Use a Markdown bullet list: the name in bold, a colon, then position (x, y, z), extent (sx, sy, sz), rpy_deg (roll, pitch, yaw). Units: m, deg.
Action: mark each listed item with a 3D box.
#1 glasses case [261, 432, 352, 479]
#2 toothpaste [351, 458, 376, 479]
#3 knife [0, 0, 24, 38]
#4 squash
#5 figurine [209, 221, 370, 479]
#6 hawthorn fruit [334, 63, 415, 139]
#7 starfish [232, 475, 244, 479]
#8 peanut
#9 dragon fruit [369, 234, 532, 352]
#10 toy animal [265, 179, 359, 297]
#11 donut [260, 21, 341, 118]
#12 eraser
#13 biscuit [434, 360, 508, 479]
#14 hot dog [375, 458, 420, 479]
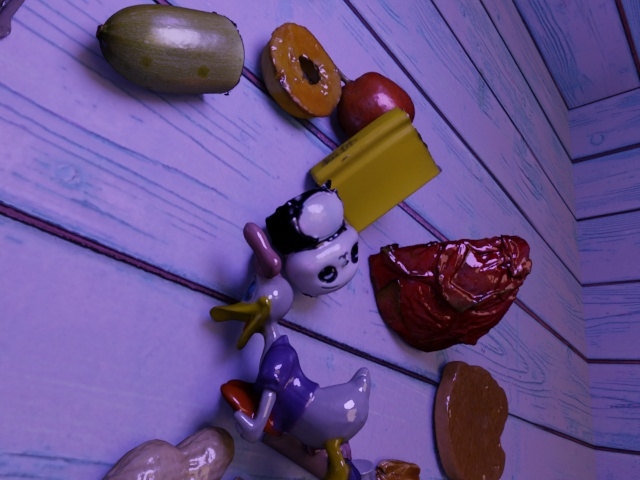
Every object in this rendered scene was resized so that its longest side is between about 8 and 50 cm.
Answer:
- **glasses case**: position (0.003, 0.327, 0.734), extent (0.193, 0.070, 0.102), rpy_deg (49, 48, -29)
- **toothpaste**: position (0.080, 0.534, 0.791), extent (0.096, 0.061, 0.266), rpy_deg (-5, 91, -50)
- **knife**: position (-0.345, -0.345, 0.531), extent (0.089, 0.043, 0.365), rpy_deg (37, 56, -36)
- **squash**: position (-0.208, -0.265, 0.607), extent (0.187, 0.123, 0.123), rpy_deg (-18, 95, -49)
- **figurine**: position (-0.039, 0.188, 0.618), extent (0.193, 0.154, 0.421), rpy_deg (-29, 75, -10)
- **hawthorn fruit**: position (0.075, -0.318, 0.922), extent (0.285, 0.165, 0.165), rpy_deg (49, 48, -14)
- **starfish**: position (-0.153, 0.431, 0.559), extent (0.277, 0.062, 0.235), rpy_deg (32, 63, -44)
- **peanut**: position (-0.179, 0.281, 0.538), extent (0.187, 0.082, 0.082), rpy_deg (8, 75, -48)
- **dragon fruit**: position (0.283, 0.063, 0.974), extent (0.302, 0.330, 0.240), rpy_deg (41, 31, -32)
- **toy animal**: position (0.000, 0.000, 0.759), extent (0.166, 0.138, 0.179), rpy_deg (-28, 97, -31)
- **donut**: position (-0.040, -0.313, 0.838), extent (0.178, 0.065, 0.162), rpy_deg (52, 53, -22)
- **eraser**: position (0.106, -0.134, 0.867), extent (0.158, 0.226, 0.069), rpy_deg (51, 5, -29)
- **biscuit**: position (0.394, 0.478, 1.144), extent (0.351, 0.057, 0.312), rpy_deg (20, 66, -42)
- **hot dog**: position (0.153, 0.473, 0.895), extent (0.133, 0.041, 0.056), rpy_deg (24, 63, -34)
